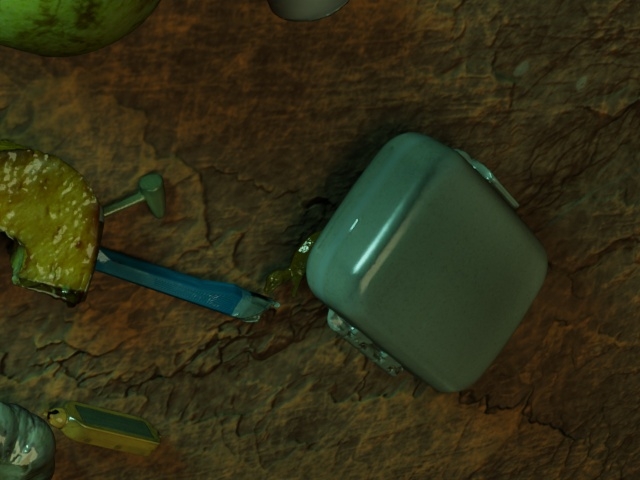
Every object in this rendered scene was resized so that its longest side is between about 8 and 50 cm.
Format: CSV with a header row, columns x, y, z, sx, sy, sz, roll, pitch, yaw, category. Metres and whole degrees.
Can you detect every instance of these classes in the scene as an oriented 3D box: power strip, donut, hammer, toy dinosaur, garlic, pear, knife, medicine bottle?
x,y,z,sx,sy,sz,roll,pitch,yaw,category
-0.270,0.230,2.189,0.178,0.049,0.028,21,114,-44,power strip
-0.332,-0.037,1.894,0.259,0.101,0.152,23,102,-38,donut
-0.266,-0.017,2.029,0.195,0.028,0.060,-23,139,-18,hammer
0.000,0.000,2.228,0.126,0.039,0.162,0,120,-35,toy dinosaur
-0.381,0.254,2.088,0.147,0.102,0.159,-24,123,-2,garlic
-0.252,-0.308,1.645,0.283,0.283,0.283,-20,131,-24,pear
-0.167,0.052,2.149,0.296,0.026,0.044,22,121,-41,knife
0.145,0.036,2.272,0.282,0.123,0.375,-56,141,-6,medicine bottle

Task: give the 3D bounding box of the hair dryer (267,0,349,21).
x,y,z,sx,sy,sz,roll,pitch,yaw,category
0.054,-0.408,1.937,0.344,0.107,0.189,-40,136,-18,hair dryer
